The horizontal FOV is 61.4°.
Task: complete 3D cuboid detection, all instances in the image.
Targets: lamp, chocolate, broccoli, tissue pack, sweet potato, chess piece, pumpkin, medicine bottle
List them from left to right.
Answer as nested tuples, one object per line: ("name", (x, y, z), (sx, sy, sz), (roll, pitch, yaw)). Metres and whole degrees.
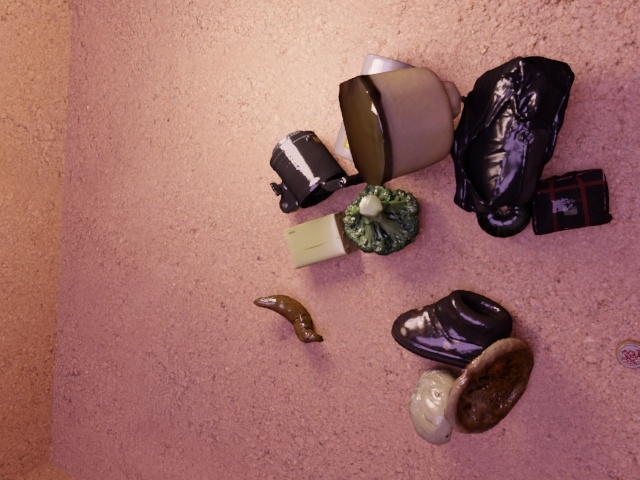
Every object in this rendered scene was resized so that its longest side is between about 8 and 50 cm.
("sweet potato", (-0.106, 0.294, 2.105), (0.310, 0.124, 0.098), (38, 126, 9))
("lamp", (-0.043, -0.266, 1.934), (0.374, 0.205, 0.272), (-22, 91, 40))
("tissue pack", (0.000, 0.000, 1.998), (0.234, 0.125, 0.159), (-17, 89, 31))
("medicine bottle", (0.188, -0.423, 1.783), (0.208, 0.208, 0.339), (25, 109, 24))
("broccoli", (0.198, -0.081, 1.807), (0.270, 0.270, 0.269), (-5, 73, 17))
("chocolate", (0.243, -0.340, 1.565), (0.326, 0.297, 0.314), (-158, 54, -72))
("pumpkin", (0.565, -0.091, 1.673), (0.167, 0.125, 0.167), (5, 97, 39))
("chess piece", (0.918, 0.336, 1.592), (0.084, 0.038, 0.083), (6, 102, 29))

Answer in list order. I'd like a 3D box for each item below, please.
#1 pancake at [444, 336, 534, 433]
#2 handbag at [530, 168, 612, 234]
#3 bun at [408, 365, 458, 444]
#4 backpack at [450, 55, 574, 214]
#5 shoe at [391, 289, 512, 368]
("pancake", (0.525, 0.451, 1.663), (0.065, 0.356, 0.356), (40, 119, 54))
("handbag", (0.718, -0.113, 1.564), (0.215, 0.155, 0.169), (-10, 86, 21))
("bun", (0.377, 0.550, 1.810), (0.160, 0.259, 0.259), (9, 102, 15))
("backpack", (0.511, -0.286, 1.528), (0.255, 0.363, 0.445), (12, 89, -10))
("shoe", (0.427, 0.273, 1.775), (0.384, 0.171, 0.237), (14, 111, 25))
